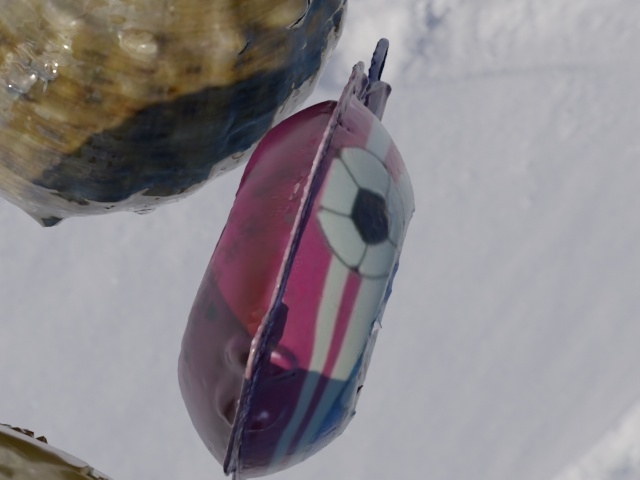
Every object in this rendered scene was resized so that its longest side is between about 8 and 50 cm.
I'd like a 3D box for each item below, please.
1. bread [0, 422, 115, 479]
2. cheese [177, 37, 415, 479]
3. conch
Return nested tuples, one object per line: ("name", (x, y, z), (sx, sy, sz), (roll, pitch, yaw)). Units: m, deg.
("bread", (-0.148, 0.161, 0.566), (0.306, 0.158, 0.305), (-8, 132, -9))
("cheese", (0.000, 0.000, 0.681), (0.244, 0.062, 0.155), (-67, 173, -63))
("conch", (-0.072, -0.095, 0.842), (0.291, 0.159, 0.210), (-13, -173, 38))
